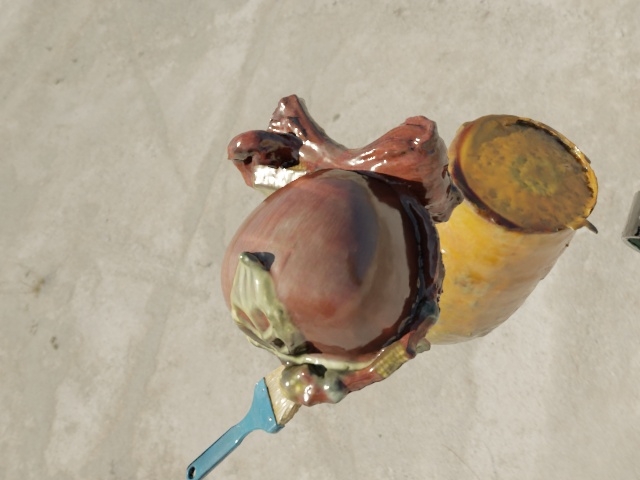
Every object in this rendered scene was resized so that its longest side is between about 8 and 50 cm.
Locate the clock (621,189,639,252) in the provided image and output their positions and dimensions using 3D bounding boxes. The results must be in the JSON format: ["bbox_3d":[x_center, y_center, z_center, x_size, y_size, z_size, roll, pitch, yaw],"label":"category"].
[{"bbox_3d":[0.524,0.027,0.741,0.319,0.319,0.066,26,94,46],"label":"clock"}]

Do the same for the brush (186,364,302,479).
[{"bbox_3d":[-0.072,0.172,0.565,0.164,0.014,0.051,-45,42,22],"label":"brush"}]

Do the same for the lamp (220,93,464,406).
[{"bbox_3d":[0.001,0.009,0.482,0.215,0.151,0.223,15,52,27],"label":"lamp"}]

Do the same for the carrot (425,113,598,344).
[{"bbox_3d":[0.205,0.006,0.874,0.224,0.340,0.224,6,57,-9],"label":"carrot"}]
